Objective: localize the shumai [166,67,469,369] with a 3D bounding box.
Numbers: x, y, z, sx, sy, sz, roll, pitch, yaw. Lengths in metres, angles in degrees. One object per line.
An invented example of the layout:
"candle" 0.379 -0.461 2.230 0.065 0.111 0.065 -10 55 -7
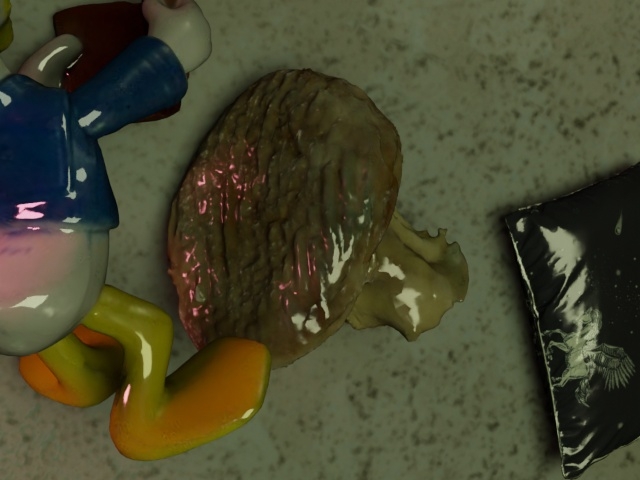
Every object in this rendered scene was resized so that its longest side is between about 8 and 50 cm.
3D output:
"shumai" 0.000 0.000 1.183 0.153 0.161 0.210 26 62 -45

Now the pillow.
"pillow" 0.212 0.059 1.316 0.141 0.055 0.208 -22 105 -28

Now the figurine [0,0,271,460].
"figurine" -0.155 -0.078 1.040 0.338 0.204 0.283 55 48 -39
